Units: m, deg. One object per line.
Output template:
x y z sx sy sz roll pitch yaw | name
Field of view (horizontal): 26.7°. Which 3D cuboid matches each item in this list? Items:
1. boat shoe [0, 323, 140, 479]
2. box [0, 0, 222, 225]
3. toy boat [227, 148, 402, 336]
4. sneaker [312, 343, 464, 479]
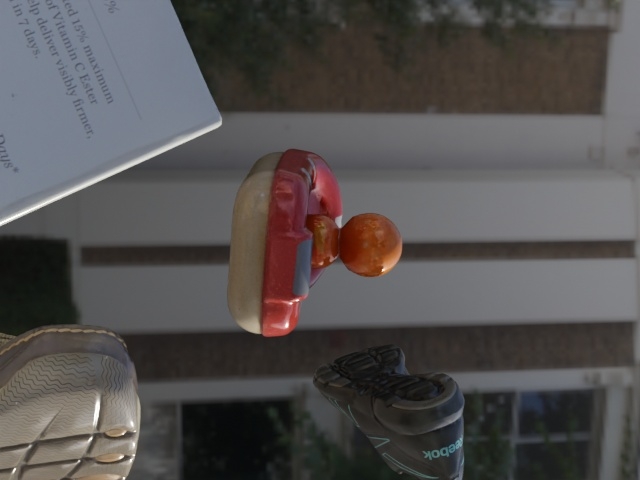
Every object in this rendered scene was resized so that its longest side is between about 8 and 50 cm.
-0.218 0.120 0.908 0.355 0.132 0.130 -43 -135 51 | boat shoe
-0.261 -0.081 0.671 0.168 0.345 0.215 -6 -71 64 | box
0.000 0.000 1.246 0.231 0.151 0.151 -77 172 -76 | toy boat
0.067 0.176 1.346 0.267 0.101 0.106 -155 -133 -71 | sneaker
